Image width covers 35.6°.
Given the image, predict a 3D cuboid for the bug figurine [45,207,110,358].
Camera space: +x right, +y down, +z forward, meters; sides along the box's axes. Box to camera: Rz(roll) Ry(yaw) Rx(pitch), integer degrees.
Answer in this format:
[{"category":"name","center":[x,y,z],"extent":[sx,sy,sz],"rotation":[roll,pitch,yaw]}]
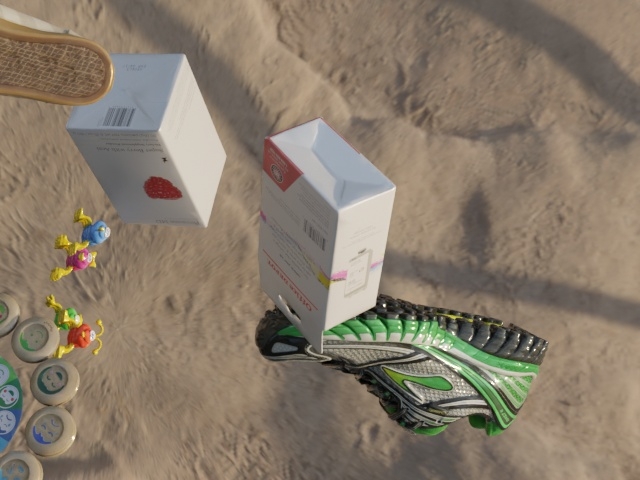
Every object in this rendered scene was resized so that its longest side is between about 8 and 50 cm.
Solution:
[{"category":"bug figurine","center":[-0.452,0.087,1.860],"extent":[0.072,0.216,0.279],"rotation":[12,79,-29]}]

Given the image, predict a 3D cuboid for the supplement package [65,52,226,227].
[{"category":"supplement package","center":[-0.303,-0.175,1.799],"extent":[0.177,0.293,0.175],"rotation":[2,58,14]}]

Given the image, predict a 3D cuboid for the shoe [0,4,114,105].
[{"category":"shoe","center":[-0.269,-0.148,0.757],"extent":[0.219,0.058,0.076],"rotation":[14,99,-27]}]

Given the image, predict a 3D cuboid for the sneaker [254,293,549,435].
[{"category":"sneaker","center":[0.090,0.140,1.078],"extent":[0.343,0.134,0.146],"rotation":[14,93,-22]}]

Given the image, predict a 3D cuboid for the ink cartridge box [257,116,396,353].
[{"category":"ink cartridge box","center":[0.000,0.000,0.935],"extent":[0.067,0.198,0.115],"rotation":[-24,53,-27]}]

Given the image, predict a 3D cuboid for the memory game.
[{"category":"memory game","center":[-0.269,0.122,0.734],"extent":[0.186,0.012,0.186],"rotation":[-1,65,3]}]
